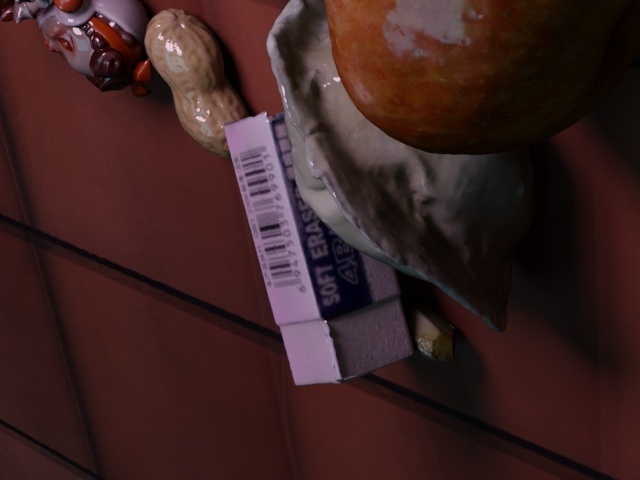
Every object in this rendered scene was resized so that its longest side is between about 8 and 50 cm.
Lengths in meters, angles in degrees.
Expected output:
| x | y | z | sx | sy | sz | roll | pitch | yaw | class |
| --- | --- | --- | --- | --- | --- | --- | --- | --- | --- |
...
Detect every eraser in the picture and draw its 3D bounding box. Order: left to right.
| x | y | z | sx | sy | sz | roll | pitch | yaw | class |
| --- | --- | --- | --- | --- | --- | --- | --- | --- | --- |
| 0.000 | 0.000 | 1.489 | 0.086 | 0.130 | 0.287 | -11 | 94 | 48 | eraser |

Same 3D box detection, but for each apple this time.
| x | y | z | sx | sy | sz | roll | pitch | yaw | class |
| --- | --- | --- | --- | --- | --- | --- | --- | --- | --- |
| 0.145 | -0.208 | 1.093 | 0.250 | 0.277 | 0.309 | 5 | 139 | 28 | apple |

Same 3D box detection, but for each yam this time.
| x | y | z | sx | sy | sz | roll | pitch | yaw | class |
| --- | --- | --- | --- | --- | --- | --- | --- | --- | --- |
| 0.091 | 0.097 | 1.571 | 0.146 | 0.069 | 0.070 | -1 | 118 | 48 | yam |

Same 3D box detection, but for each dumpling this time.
| x | y | z | sx | sy | sz | roll | pitch | yaw | class |
| --- | --- | --- | --- | --- | --- | --- | --- | --- | --- |
| 0.081 | -0.084 | 1.335 | 0.320 | 0.212 | 0.270 | 30 | 176 | 10 | dumpling |

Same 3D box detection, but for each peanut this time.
| x | y | z | sx | sy | sz | roll | pitch | yaw | class |
| --- | --- | --- | --- | --- | --- | --- | --- | --- | --- |
| -0.134 | -0.172 | 1.597 | 0.082 | 0.082 | 0.187 | -2 | 117 | 49 | peanut |

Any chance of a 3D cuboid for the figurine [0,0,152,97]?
| x | y | z | sx | sy | sz | roll | pitch | yaw | class |
| --- | --- | --- | --- | --- | --- | --- | --- | --- | --- |
| -0.275 | -0.256 | 1.644 | 0.226 | 0.160 | 0.183 | 47 | 146 | -3 | figurine |
